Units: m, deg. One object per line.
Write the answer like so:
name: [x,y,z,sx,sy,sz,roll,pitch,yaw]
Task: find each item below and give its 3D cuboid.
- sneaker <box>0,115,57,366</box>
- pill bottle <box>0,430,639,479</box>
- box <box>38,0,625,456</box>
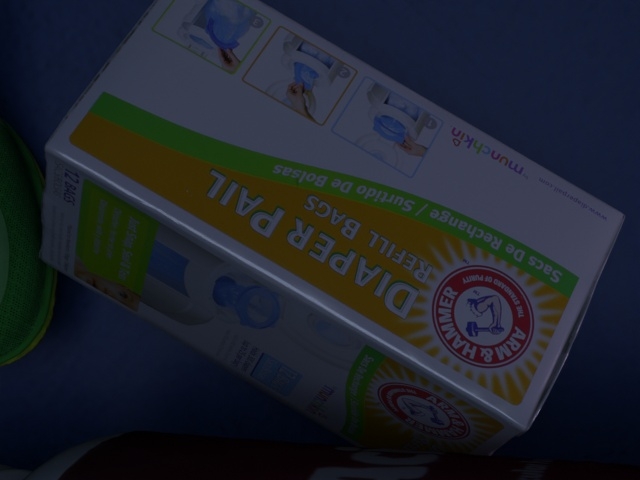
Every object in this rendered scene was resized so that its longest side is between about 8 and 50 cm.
sneaker: [-0.203,-0.078,0.508,0.109,0.123,0.295,-21,92,3]
pill bottle: [-0.002,0.183,0.427,0.392,0.224,0.224,0,92,18]
box: [0.000,0.000,0.491,0.203,0.114,0.103,31,63,0]
